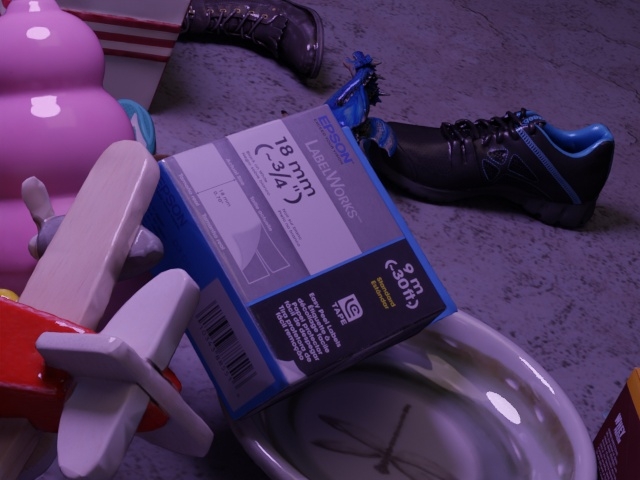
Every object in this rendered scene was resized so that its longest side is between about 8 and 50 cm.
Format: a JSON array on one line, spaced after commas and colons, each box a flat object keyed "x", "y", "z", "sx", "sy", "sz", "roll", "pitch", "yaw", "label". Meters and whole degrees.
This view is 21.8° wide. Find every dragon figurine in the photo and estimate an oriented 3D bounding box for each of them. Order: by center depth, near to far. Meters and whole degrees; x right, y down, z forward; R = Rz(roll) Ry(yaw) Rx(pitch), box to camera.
[{"x": 0.040, "y": -0.138, "z": 2.084, "sx": 0.085, "sy": 0.144, "sz": 0.289, "roll": 57, "pitch": 8, "yaw": -32, "label": "dragon figurine"}]

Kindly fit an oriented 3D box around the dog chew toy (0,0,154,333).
[{"x": -0.267, "y": -0.069, "z": 1.626, "sx": 0.206, "sy": 0.332, "sz": 0.206, "roll": -4, "pitch": 7, "yaw": 0, "label": "dog chew toy"}]

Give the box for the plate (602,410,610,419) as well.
[{"x": 0.401, "y": 0.219, "z": 1.830, "sx": 0.188, "sy": 0.024, "sz": 0.188, "roll": 21, "pitch": 8, "yaw": -3, "label": "plate"}]

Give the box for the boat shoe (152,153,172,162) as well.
[{"x": -0.081, "y": -0.020, "z": 1.823, "sx": 0.302, "sy": 0.109, "sz": 0.098, "roll": 17, "pitch": -8, "yaw": 39, "label": "boat shoe"}]

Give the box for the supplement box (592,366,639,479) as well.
[{"x": 0.348, "y": 0.266, "z": 1.635, "sx": 0.129, "sy": 0.194, "sz": 0.191, "roll": 13, "pitch": 33, "yaw": -14, "label": "supplement box"}]

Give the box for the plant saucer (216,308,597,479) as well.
[{"x": 0.075, "y": 0.195, "z": 1.663, "sx": 0.400, "sy": 0.101, "sz": 0.400, "roll": 16, "pitch": 33, "yaw": -11, "label": "plant saucer"}]

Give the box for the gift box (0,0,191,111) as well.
[{"x": -0.313, "y": -0.317, "z": 2.049, "sx": 0.258, "sy": 0.255, "sz": 0.276, "roll": 7, "pitch": 31, "yaw": -26, "label": "gift box"}]

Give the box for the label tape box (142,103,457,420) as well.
[{"x": 0.000, "y": 0.000, "z": 1.617, "sx": 0.333, "sy": 0.106, "sz": 0.241, "roll": -23, "pitch": 79, "yaw": -43, "label": "label tape box"}]

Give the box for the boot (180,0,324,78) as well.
[{"x": -0.136, "y": -0.300, "z": 2.307, "sx": 0.229, "sy": 0.091, "sz": 0.263, "roll": -6, "pitch": 37, "yaw": -29, "label": "boot"}]

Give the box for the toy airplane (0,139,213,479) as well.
[{"x": -0.258, "y": 0.120, "z": 1.375, "sx": 0.386, "sy": 0.272, "sz": 0.384, "roll": -24, "pitch": 55, "yaw": -8, "label": "toy airplane"}]

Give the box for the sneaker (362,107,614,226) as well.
[{"x": 0.223, "y": -0.123, "z": 2.193, "sx": 0.340, "sy": 0.140, "sz": 0.125, "roll": 9, "pitch": 37, "yaw": -18, "label": "sneaker"}]

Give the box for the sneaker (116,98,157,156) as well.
[{"x": -0.247, "y": -0.096, "z": 1.893, "sx": 0.107, "sy": 0.110, "sz": 0.275, "roll": 23, "pitch": 31, "yaw": 1, "label": "sneaker"}]
